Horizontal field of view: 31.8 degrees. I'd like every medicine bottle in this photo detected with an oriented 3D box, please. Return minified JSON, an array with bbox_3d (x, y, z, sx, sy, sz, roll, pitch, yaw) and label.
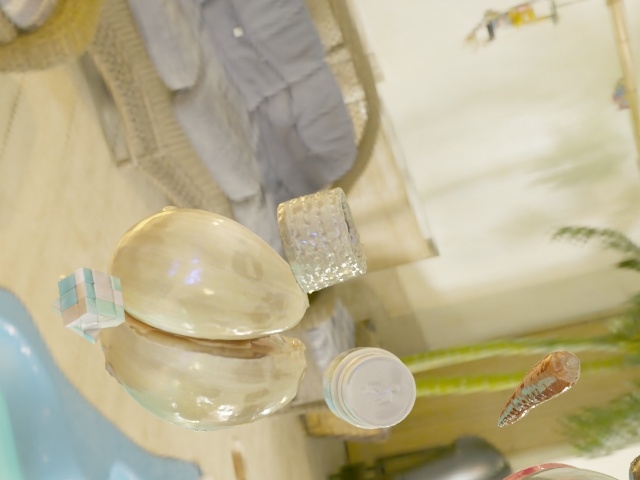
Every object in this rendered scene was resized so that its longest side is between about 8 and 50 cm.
[{"bbox_3d":[0.080,0.247,1.880,0.237,0.139,0.139,142,-65,-83],"label":"medicine bottle"}]

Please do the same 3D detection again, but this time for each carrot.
[{"bbox_3d":[0.263,0.192,1.404,0.216,0.048,0.048,119,-32,-57],"label":"carrot"}]

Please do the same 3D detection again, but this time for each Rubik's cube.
[{"bbox_3d":[-0.277,0.079,1.335,0.084,0.073,0.075,38,35,-38],"label":"Rubik's cube"}]

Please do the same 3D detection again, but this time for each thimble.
[{"bbox_3d":[0.000,0.000,1.383,0.102,0.090,0.115,60,15,-53],"label":"thimble"}]

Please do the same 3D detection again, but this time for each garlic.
[{"bbox_3d":[-0.160,0.109,1.529,0.249,0.313,0.286,14,102,-86],"label":"garlic"}]

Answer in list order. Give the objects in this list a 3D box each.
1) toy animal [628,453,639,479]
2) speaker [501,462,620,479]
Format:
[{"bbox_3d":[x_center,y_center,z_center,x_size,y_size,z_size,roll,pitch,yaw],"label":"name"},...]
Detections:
[{"bbox_3d":[0.542,0.405,1.639,0.146,0.114,0.245,-1,32,-41],"label":"toy animal"},{"bbox_3d":[0.306,0.408,1.337,0.294,0.294,0.294,-14,90,-78],"label":"speaker"}]
